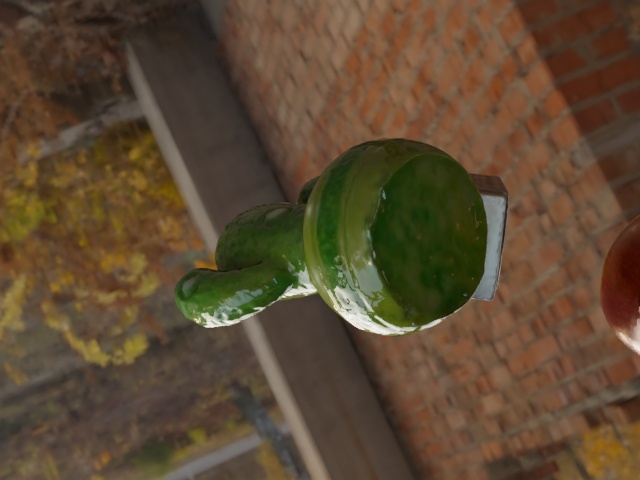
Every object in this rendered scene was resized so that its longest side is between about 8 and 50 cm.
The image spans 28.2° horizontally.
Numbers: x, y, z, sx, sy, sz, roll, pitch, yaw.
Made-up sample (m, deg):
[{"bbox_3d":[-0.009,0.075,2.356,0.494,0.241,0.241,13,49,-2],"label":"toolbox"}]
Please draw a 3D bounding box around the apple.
[{"bbox_3d":[0.336,0.044,1.154,0.163,0.163,0.139,-25,-149,-1],"label":"apple"}]

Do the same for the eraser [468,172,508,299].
[{"bbox_3d":[0.179,-0.012,1.547,0.081,0.124,0.279,8,-171,5],"label":"eraser"}]

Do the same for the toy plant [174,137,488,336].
[{"bbox_3d":[0.000,0.000,1.273,0.315,0.184,0.224,-6,-147,46],"label":"toy plant"}]
